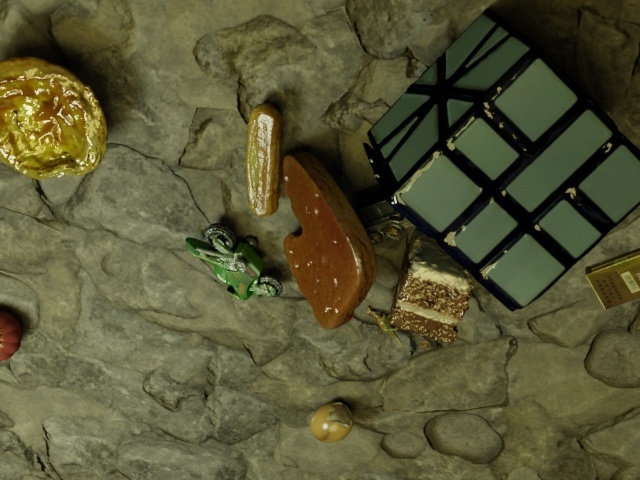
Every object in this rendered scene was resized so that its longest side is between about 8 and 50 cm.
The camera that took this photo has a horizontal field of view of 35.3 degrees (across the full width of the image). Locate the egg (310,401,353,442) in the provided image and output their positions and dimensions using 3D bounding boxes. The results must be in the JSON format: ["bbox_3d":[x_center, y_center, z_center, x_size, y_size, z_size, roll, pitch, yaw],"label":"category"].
[{"bbox_3d":[0.020,0.373,2.043,0.080,0.080,0.096,32,124,-14],"label":"egg"}]

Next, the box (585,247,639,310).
[{"bbox_3d":[0.538,0.063,1.742,0.133,0.023,0.090,-24,121,26],"label":"box"}]

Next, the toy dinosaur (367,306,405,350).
[{"bbox_3d":[0.132,0.161,1.891,0.113,0.026,0.041,44,130,-11],"label":"toy dinosaur"}]

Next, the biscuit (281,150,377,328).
[{"bbox_3d":[0.002,-0.001,1.721,0.262,0.052,0.277,57,152,21],"label":"biscuit"}]

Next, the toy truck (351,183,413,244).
[{"bbox_3d":[0.134,-0.064,1.684,0.192,0.083,0.092,-19,116,25],"label":"toy truck"}]

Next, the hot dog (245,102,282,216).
[{"bbox_3d":[-0.095,-0.137,1.695,0.066,0.047,0.215,17,129,19],"label":"hot dog"}]

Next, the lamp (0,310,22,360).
[{"bbox_3d":[-0.656,0.192,2.026,0.108,0.092,0.107,0,92,1],"label":"lamp"}]

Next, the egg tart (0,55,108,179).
[{"bbox_3d":[-0.459,-0.208,1.675,0.241,0.106,0.241,6,126,9],"label":"egg tart"}]

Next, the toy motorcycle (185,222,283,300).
[{"bbox_3d":[-0.155,0.046,1.839,0.106,0.074,0.190,-24,120,36],"label":"toy motorcycle"}]

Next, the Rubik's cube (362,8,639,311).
[{"bbox_3d":[0.264,-0.119,1.447,0.283,0.288,0.293,37,107,-20],"label":"Rubik's cube"}]

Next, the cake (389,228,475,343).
[{"bbox_3d":[0.201,0.077,1.751,0.135,0.135,0.147,19,123,-3],"label":"cake"}]
